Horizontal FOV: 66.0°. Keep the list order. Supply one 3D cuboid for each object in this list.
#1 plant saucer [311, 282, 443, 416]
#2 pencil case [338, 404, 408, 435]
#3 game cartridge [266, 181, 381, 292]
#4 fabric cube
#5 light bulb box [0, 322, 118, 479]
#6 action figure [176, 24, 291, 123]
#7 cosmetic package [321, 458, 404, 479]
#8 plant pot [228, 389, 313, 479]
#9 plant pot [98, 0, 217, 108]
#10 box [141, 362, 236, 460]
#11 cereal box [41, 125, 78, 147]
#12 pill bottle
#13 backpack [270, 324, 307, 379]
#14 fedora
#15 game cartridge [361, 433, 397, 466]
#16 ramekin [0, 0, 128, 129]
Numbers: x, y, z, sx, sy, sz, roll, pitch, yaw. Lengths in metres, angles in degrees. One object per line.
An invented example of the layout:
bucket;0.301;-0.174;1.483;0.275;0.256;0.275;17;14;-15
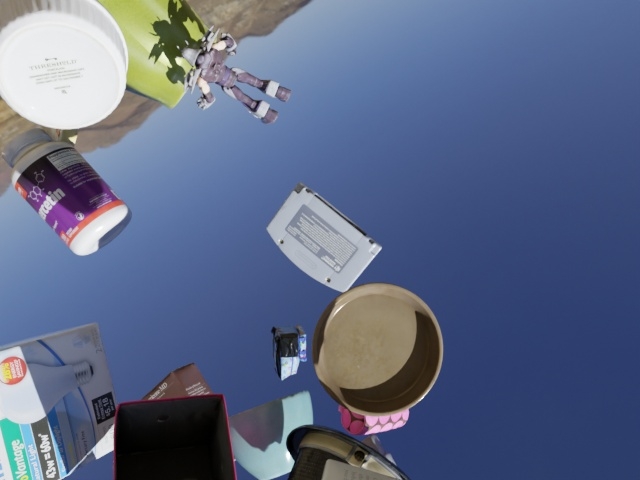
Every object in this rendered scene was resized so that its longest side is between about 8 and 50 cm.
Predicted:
plant saucer;0.119;0.227;1.041;0.277;0.278;0.041;-32;-179;-5
pencil case;0.148;0.474;1.355;0.098;0.209;0.095;10;-95;46
game cartridge;0.000;0.000;1.404;0.198;0.297;0.062;-52;175;22
fabric cube;-0.360;0.553;1.175;0.258;0.258;0.254;3;-138;-23
light bulb box;-0.756;0.437;1.274;0.225;0.359;0.361;-15;179;30
action figure;-0.216;-0.381;1.177;0.186;0.284;0.099;-61;-142;8
cosmetic package;0.195;0.499;0.689;0.452;0.162;0.230;13;-167;7
plant pot;-0.141;0.590;1.469;0.289;0.196;0.290;-19;163;-6
plant pot;-0.470;-0.535;1.259;0.366;0.352;0.367;-43;-151;31
box;-0.451;0.658;1.773;0.191;0.382;0.143;-43;164;18
cereal box;-0.772;-0.368;1.420;0.047;0.240;0.173;-19;167;-40
pill bottle;-0.666;-0.130;1.293;0.181;0.323;0.181;-42;-177;3
backpack;-0.112;0.399;1.749;0.116;0.174;0.158;-3;-175;-11
fedora;0.044;0.530;0.991;0.333;0.334;0.152;-5;-149;40
game cartridge;0.139;0.684;1.184;0.230;0.068;0.355;-37;-118;7
ramekin;-0.512;-0.345;0.970;0.272;0.273;0.127;-30;-129;-2
